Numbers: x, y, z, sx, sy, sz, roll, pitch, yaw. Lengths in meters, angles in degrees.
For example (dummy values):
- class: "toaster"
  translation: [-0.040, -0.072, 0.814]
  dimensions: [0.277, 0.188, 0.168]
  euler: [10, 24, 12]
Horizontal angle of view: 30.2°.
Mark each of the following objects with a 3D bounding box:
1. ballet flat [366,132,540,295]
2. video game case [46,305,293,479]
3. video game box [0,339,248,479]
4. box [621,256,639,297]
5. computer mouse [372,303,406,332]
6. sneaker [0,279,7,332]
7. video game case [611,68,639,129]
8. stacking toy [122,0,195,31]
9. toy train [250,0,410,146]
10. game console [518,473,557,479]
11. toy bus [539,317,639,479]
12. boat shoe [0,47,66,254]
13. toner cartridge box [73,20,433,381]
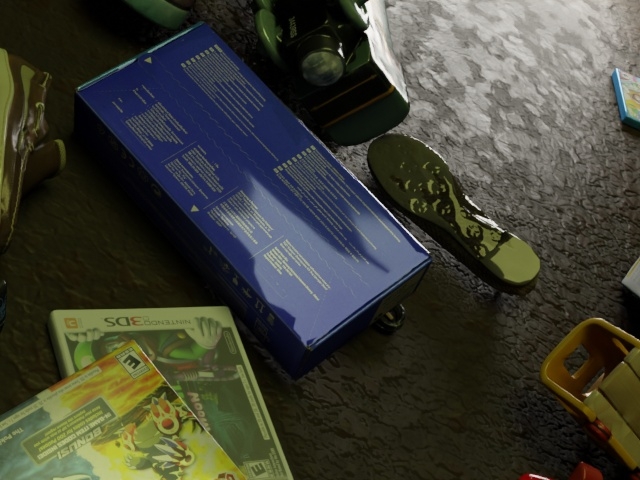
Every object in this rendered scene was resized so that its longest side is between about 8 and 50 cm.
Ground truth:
- class: "ballet flat"
  translation: [0.146, -0.026, 1.331]
  dimensions: [0.084, 0.058, 0.250]
  euler: [-42, 70, -16]
- class: "video game case"
  translation: [-0.129, 0.137, 1.008]
  dimensions: [0.173, 0.022, 0.190]
  euler: [0, 50, -32]
- class: "video game box"
  translation: [-0.168, 0.196, 0.879]
  dimensions: [0.205, 0.048, 0.187]
  euler: [-31, 72, -35]
- class: "box"
  translation: [0.408, 0.042, 1.305]
  dimensions: [0.060, 0.100, 0.244]
  euler: [31, 8, -3]
- class: "computer mouse"
  translation: [0.000, 0.000, 1.214]
  dimensions: [0.242, 0.041, 0.071]
  euler: [42, 40, 10]
- class: "sneaker"
  translation: [-0.348, 0.005, 0.943]
  dimensions: [0.232, 0.090, 0.081]
  euler: [33, 40, -1]
- class: "video game case"
  translation: [0.511, -0.186, 1.752]
  dimensions: [0.166, 0.015, 0.119]
  euler: [20, 41, -15]
- class: "stacking toy"
  translation: [-0.241, -0.357, 1.403]
  dimensions: [0.309, 0.130, 0.279]
  euler: [43, 15, 7]
- class: "toy train"
  translation: [0.011, -0.263, 1.395]
  dimensions: [0.190, 0.142, 0.334]
  euler: [50, 21, -37]
- class: "game console"
  translation: [0.218, 0.299, 1.080]
  dimensions: [0.124, 0.085, 0.144]
  euler: [12, 33, 24]
- class: "toy bus"
  translation: [0.307, 0.169, 1.192]
  dimensions: [0.191, 0.202, 0.104]
  euler: [-3, 21, -27]
- class: "boat shoe"
  translation: [-0.276, -0.084, 1.080]
  dimensions: [0.095, 0.095, 0.257]
  euler: [16, 42, -28]
- class: "toner cartridge box"
  translation: [-0.071, -0.046, 1.152]
  dimensions: [0.165, 0.075, 0.348]
  euler: [-34, 71, -29]
